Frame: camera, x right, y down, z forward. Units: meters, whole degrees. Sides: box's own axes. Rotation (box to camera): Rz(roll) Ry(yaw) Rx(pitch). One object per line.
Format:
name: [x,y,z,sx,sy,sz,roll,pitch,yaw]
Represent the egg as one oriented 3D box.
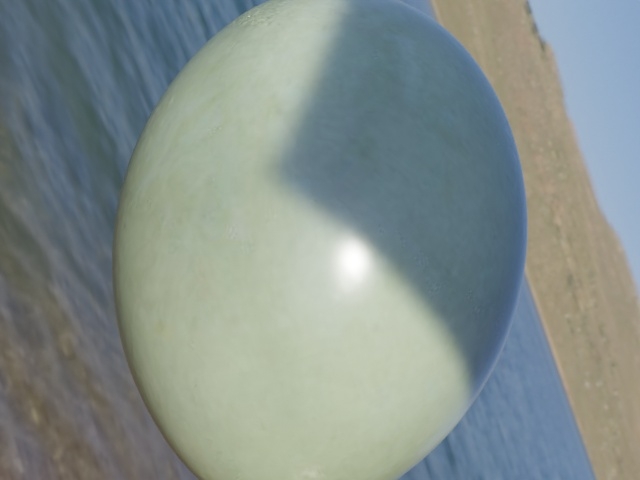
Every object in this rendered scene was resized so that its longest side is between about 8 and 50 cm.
egg: [0.000,0.000,0.481,0.186,0.186,0.253,58,37,-52]
